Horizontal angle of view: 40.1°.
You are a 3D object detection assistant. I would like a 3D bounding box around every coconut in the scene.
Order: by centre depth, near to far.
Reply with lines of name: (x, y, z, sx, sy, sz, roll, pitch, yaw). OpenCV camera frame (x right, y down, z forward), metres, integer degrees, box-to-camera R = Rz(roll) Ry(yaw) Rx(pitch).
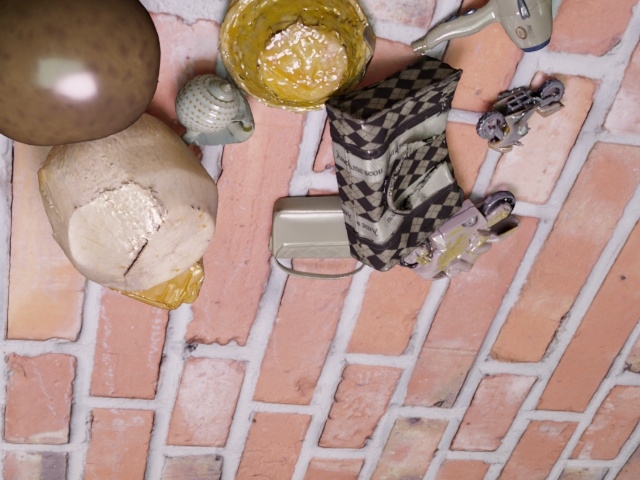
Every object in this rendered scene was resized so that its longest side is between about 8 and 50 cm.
coconut: (-0.410, -0.091, 1.835, 0.346, 0.360, 0.346, -32, 152, -20)

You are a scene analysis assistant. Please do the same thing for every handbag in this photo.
handbag: (0.187, -0.175, 1.961, 0.316, 0.180, 0.416, -31, 132, -25)
handbag: (0.000, 0.000, 2.132, 0.256, 0.079, 0.219, 0, 123, -4)

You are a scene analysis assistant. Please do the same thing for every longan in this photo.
longan: (-0.474, -0.336, 1.612, 0.360, 0.361, 0.361, -5, 128, -7)

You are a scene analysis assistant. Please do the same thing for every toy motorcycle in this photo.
toy motorcycle: (0.462, -0.282, 2.020, 0.229, 0.094, 0.130, -28, 133, -5)
toy motorcycle: (0.345, 0.006, 2.190, 0.340, 0.108, 0.223, -28, 139, -4)

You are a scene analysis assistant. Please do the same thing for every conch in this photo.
conch: (-0.232, -0.280, 1.858, 0.172, 0.131, 0.200, 1, 171, -36)

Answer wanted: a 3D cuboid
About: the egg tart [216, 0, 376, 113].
egg tart: (-0.043, -0.391, 1.806, 0.341, 0.132, 0.341, -6, 129, -8)

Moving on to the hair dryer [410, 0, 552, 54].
hair dryer: (0.332, -0.528, 1.808, 0.298, 0.119, 0.296, -2, 122, 6)

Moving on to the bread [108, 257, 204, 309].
bread: (-0.396, 0.058, 2.081, 0.250, 0.133, 0.179, 14, 123, -26)
